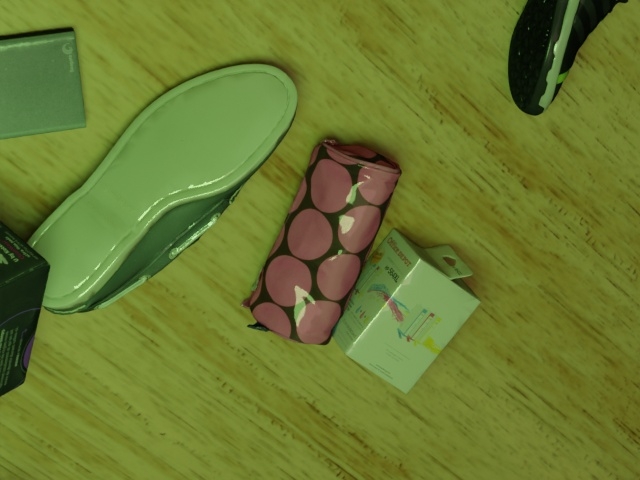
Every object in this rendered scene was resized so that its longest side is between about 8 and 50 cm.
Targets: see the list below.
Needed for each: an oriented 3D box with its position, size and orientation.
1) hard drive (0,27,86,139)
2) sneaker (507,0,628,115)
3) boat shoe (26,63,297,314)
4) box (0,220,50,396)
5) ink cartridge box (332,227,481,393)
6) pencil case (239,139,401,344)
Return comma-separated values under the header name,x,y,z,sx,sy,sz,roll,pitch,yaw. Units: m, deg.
name,x,y,z,sx,sy,sz,roll,pitch,yaw
hard drive,-0.288,-0.141,1.466,0.135,0.022,0.094,-10,115,-14
sneaker,0.260,-0.229,1.566,0.097,0.084,0.235,8,110,-22
boat shoe,-0.149,-0.046,1.529,0.319,0.116,0.099,-42,161,-4
box,-0.389,0.085,1.373,0.270,0.143,0.165,-30,150,-44
ink cartridge box,0.087,0.064,1.635,0.090,0.092,0.143,34,98,-26
pencil case,0.000,0.000,1.585,0.095,0.098,0.209,-3,120,-63
